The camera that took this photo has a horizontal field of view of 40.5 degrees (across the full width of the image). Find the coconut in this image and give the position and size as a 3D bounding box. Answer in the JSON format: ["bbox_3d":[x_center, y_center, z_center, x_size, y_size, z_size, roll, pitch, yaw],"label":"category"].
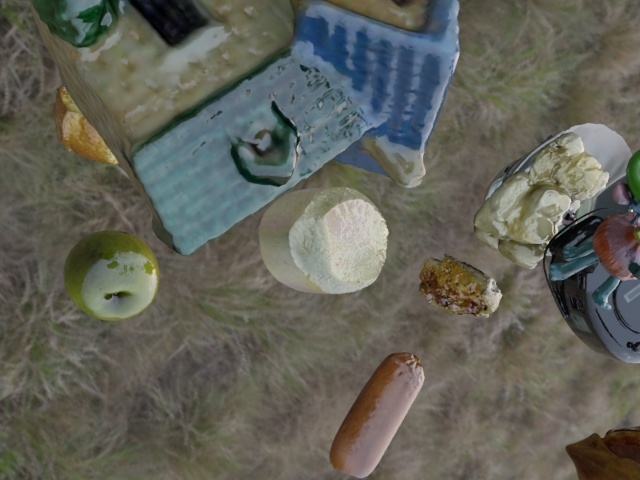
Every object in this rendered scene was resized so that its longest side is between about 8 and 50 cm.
[{"bbox_3d":[0.000,0.000,1.837,0.239,0.244,0.239,0,90,-35],"label":"coconut"}]

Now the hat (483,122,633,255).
[{"bbox_3d":[0.414,-0.098,1.529,0.232,0.161,0.275,25,130,-14],"label":"hat"}]

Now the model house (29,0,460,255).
[{"bbox_3d":[-0.047,-0.186,0.883,0.382,0.342,0.334,-33,166,-13],"label":"model house"}]

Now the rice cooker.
[{"bbox_3d":[0.371,0.061,1.096,0.142,0.118,0.203,-35,103,-2],"label":"rice cooker"}]

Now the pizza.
[{"bbox_3d":[0.278,0.104,1.791,0.085,0.161,0.305,-53,-173,-9],"label":"pizza"}]

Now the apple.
[{"bbox_3d":[-0.424,0.067,1.770,0.196,0.157,0.196,-16,141,-14],"label":"apple"}]

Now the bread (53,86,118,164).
[{"bbox_3d":[-0.369,-0.207,1.489,0.134,0.129,0.260,-60,179,32],"label":"bread"}]

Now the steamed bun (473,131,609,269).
[{"bbox_3d":[0.303,-0.041,1.203,0.177,0.106,0.192,-37,166,-19],"label":"steamed bun"}]

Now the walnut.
[{"bbox_3d":[0.358,0.261,0.911,0.116,0.207,0.116,-48,149,-41],"label":"walnut"}]

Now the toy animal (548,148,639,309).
[{"bbox_3d":[0.297,0.000,0.834,0.100,0.103,0.208,11,150,-7],"label":"toy animal"}]

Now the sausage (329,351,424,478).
[{"bbox_3d":[0.083,0.247,1.243,0.197,0.076,0.076,-59,146,0],"label":"sausage"}]
